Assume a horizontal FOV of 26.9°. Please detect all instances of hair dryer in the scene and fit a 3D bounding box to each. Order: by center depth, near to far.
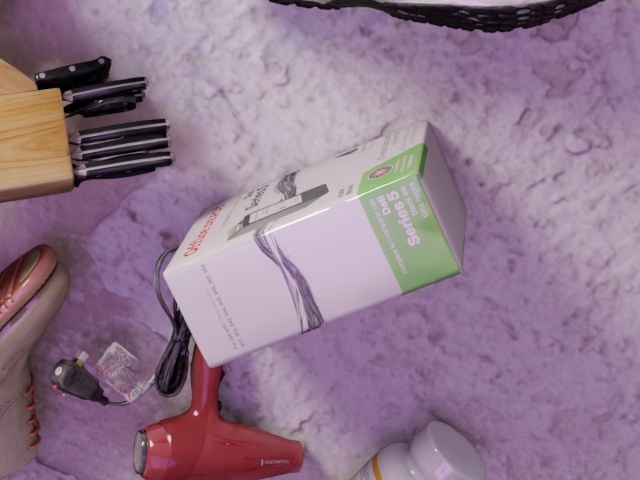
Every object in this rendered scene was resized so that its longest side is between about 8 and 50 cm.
[{"bbox_3d":[-0.127,0.172,1.474,0.223,0.080,0.293,-43,112,0],"label":"hair dryer"}]

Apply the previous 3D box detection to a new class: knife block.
[{"bbox_3d":[-0.296,-0.078,1.355,0.242,0.088,0.276,35,78,-4],"label":"knife block"}]

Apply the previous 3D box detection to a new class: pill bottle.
[{"bbox_3d":[0.082,0.299,1.490,0.117,0.117,0.208,40,110,-8],"label":"pill bottle"}]

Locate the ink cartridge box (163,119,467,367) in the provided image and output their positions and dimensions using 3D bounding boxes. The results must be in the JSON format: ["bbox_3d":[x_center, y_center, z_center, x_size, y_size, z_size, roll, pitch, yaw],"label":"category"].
[{"bbox_3d":[0.000,0.000,1.348,0.273,0.198,0.115,-21,106,14],"label":"ink cartridge box"}]

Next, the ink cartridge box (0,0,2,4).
[{"bbox_3d":[-0.341,-0.395,1.322,0.175,0.069,0.371,25,109,-3],"label":"ink cartridge box"}]

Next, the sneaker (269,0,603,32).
[{"bbox_3d":[0.087,-0.304,1.268,0.410,0.158,0.182,8,93,-1],"label":"sneaker"}]

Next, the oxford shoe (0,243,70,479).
[{"bbox_3d":[-0.363,0.170,1.505,0.146,0.140,0.397,31,119,-14],"label":"oxford shoe"}]
